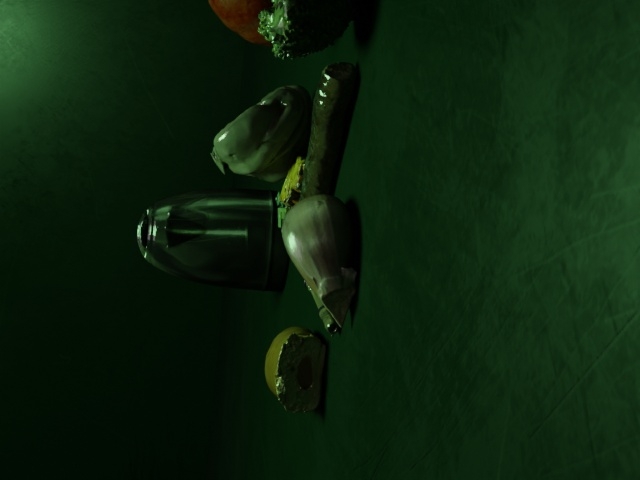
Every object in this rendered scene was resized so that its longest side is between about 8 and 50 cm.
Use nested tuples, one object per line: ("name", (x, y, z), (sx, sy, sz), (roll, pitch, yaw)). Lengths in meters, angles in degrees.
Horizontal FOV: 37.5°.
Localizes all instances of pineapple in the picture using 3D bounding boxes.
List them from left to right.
("pineapple", (-0.023, -0.112, 1.677), (0.137, 0.069, 0.116), (131, 149, -59))

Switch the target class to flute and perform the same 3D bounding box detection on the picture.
("flute", (0.001, 0.102, 1.527), (0.233, 0.027, 0.027), (-119, 35, -73))

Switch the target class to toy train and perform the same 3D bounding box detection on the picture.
("toy train", (-0.063, -0.061, 1.897), (0.122, 0.050, 0.081), (-158, 68, -79))

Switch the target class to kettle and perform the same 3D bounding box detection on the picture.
("kettle", (-0.248, -0.008, 2.125), (0.321, 0.324, 0.228), (171, 103, -80))

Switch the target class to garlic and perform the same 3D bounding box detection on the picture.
("garlic", (0.001, -0.004, 1.433), (0.266, 0.128, 0.148), (-82, 12, -69))

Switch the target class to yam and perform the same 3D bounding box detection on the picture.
("yam", (0.009, -0.159, 1.511), (0.061, 0.061, 0.274), (-97, 14, -48))

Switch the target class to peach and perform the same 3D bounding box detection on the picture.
("peach", (-0.062, -0.444, 1.601), (0.256, 0.232, 0.232), (10, 97, 46))

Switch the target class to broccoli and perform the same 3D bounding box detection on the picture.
("broccoli", (-0.015, -0.390, 1.407), (0.198, 0.176, 0.226), (-157, 57, -75))

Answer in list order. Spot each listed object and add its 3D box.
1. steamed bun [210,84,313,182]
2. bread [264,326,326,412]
("steamed bun", (-0.090, -0.181, 1.753), (0.144, 0.211, 0.218), (52, 167, -2))
("bread", (-0.046, 0.212, 1.577), (0.173, 0.085, 0.134), (166, 108, -79))
